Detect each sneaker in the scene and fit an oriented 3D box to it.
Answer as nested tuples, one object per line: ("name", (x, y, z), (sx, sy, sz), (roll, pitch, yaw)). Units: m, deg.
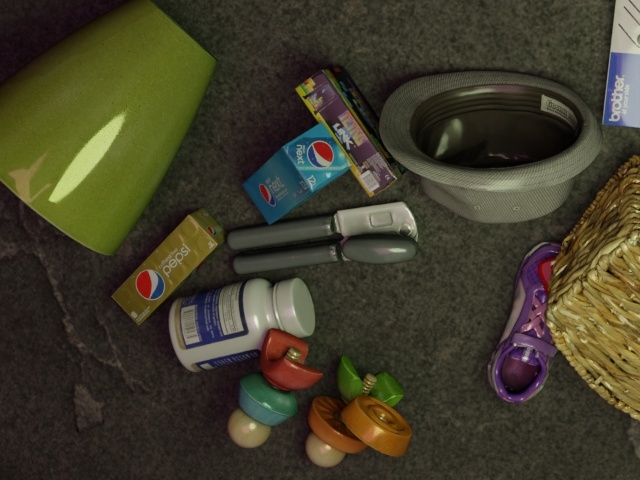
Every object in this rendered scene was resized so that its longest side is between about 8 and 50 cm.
("sneaker", (0.284, 0.119, 1.635), (0.095, 0.104, 0.236), (20, 106, 12))

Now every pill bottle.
("pill bottle", (-0.108, 0.114, 1.739), (0.187, 0.112, 0.112), (-14, 98, 18))

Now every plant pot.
("plant pot", (-0.285, -0.178, 1.667), (0.275, 0.275, 0.293), (43, 93, 3))

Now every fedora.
("fedora", (0.215, -0.106, 1.568), (0.275, 0.243, 0.124), (-1, 131, 7))

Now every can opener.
("can opener", (0.000, 0.000, 1.700), (0.280, 0.093, 0.074), (-6, 101, 22))

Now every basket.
("basket", (0.431, 0.085, 1.526), (0.299, 0.223, 0.213), (36, 121, -8))

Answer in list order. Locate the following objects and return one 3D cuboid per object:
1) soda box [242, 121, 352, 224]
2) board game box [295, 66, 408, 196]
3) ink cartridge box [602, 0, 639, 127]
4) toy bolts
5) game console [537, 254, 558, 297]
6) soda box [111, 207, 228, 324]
("soda box", (-0.034, -0.085, 1.626), (0.067, 0.210, 0.071), (-34, 91, -21))
("board game box", (0.047, -0.146, 1.621), (0.048, 0.141, 0.170), (-34, 92, 17))
("ink cartridge box", (0.414, -0.245, 1.547), (0.097, 0.046, 0.207), (8, 104, 15))
("toy bolts", (-0.009, 0.249, 1.660), (0.228, 0.218, 0.158), (26, 106, -21))
("game console", (0.368, 0.066, 1.610), (0.085, 0.124, 0.144), (-16, 99, 44))
("soda box", (-0.216, 0.037, 1.780), (0.061, 0.058, 0.181), (46, 109, 2))
